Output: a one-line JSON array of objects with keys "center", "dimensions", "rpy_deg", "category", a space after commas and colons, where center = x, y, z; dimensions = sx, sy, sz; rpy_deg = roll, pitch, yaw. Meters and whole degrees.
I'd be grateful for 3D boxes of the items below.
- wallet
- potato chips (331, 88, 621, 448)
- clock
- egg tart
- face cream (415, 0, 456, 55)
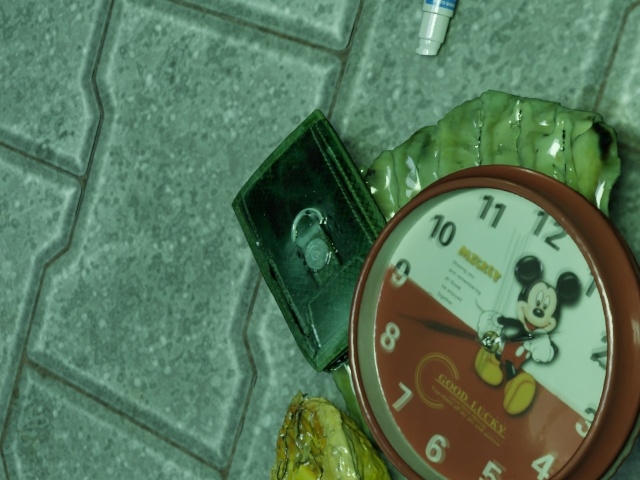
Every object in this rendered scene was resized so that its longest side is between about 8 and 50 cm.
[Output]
[{"center": [-0.002, 0.000, 1.425], "dimensions": [0.160, 0.055, 0.236], "rpy_deg": [-46, 59, 30], "category": "wallet"}, {"center": [0.158, 0.045, 1.362], "dimensions": [0.373, 0.097, 0.389], "rpy_deg": [8, 96, 45], "category": "potato chips"}, {"center": [0.156, 0.091, 1.239], "dimensions": [0.318, 0.080, 0.318], "rpy_deg": [-2, 87, 44], "category": "clock"}, {"center": [0.011, 0.283, 1.450], "dimensions": [0.232, 0.098, 0.252], "rpy_deg": [151, 119, -62], "category": "egg tart"}, {"center": [0.124, -0.253, 1.427], "dimensions": [0.034, 0.034, 0.130], "rpy_deg": [20, 101, 34], "category": "face cream"}]
